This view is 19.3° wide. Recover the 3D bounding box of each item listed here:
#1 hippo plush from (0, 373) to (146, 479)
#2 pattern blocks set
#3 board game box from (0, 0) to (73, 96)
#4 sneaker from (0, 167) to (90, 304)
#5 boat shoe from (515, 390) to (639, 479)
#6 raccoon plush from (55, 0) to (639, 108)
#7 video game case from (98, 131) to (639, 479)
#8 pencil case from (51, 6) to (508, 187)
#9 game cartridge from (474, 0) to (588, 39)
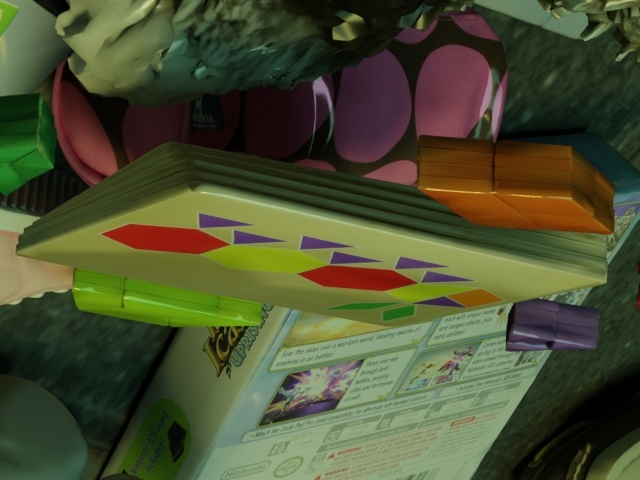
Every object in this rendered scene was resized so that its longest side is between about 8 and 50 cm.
[{"bbox_3d":[-0.182,0.228,0.812,0.236,0.234,0.294,-42,179,24],"label":"hippo plush"},{"bbox_3d":[0.000,0.000,0.669,0.325,0.026,0.285,14,163,-39],"label":"pattern blocks set"},{"bbox_3d":[-0.203,-0.035,0.650,0.211,0.039,0.160,-46,150,5],"label":"board game box"},{"bbox_3d":[-0.131,0.006,0.780,0.070,0.051,0.134,-45,150,15],"label":"sneaker"},{"bbox_3d":[0.277,0.156,1.412,0.324,0.096,0.117,-18,102,-42],"label":"boat shoe"},{"bbox_3d":[0.173,-0.068,0.661,0.446,0.299,0.216,-20,-159,24],"label":"raccoon plush"},{"bbox_3d":[0.031,0.056,1.025,0.269,0.061,0.244,-7,136,-46],"label":"video game case"},{"bbox_3d":[-0.007,-0.066,0.797,0.209,0.095,0.098,-7,114,-49],"label":"pencil case"},{"bbox_3d":[0.092,-0.194,0.783,0.198,0.062,0.297,-50,150,21],"label":"game cartridge"}]
